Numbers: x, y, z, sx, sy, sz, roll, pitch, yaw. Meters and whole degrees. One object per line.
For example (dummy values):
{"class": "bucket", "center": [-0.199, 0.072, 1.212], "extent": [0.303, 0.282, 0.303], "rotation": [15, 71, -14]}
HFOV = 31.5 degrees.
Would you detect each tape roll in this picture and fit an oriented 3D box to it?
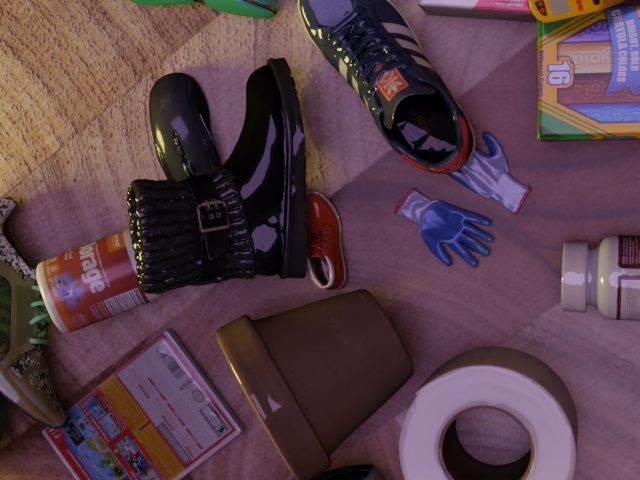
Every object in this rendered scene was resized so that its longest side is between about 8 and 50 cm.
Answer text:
{"class": "tape roll", "center": [0.246, 0.285, 1.634], "extent": [0.246, 0.169, 0.246], "rotation": [1, 93, 14]}

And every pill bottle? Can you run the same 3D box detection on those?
{"class": "pill bottle", "center": [-0.320, 0.053, 1.767], "extent": [0.216, 0.121, 0.121], "rotation": [-21, 88, -3]}
{"class": "pill bottle", "center": [0.453, 0.053, 1.592], "extent": [0.221, 0.121, 0.121], "rotation": [2, 94, 14]}

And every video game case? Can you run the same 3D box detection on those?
{"class": "video game case", "center": [-0.290, 0.307, 1.840], "extent": [0.285, 0.025, 0.204], "rotation": [-39, 85, 13]}

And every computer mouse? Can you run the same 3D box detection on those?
{"class": "computer mouse", "center": [-0.175, -0.142, 1.764], "extent": [0.184, 0.060, 0.262], "rotation": [-10, 92, 15]}

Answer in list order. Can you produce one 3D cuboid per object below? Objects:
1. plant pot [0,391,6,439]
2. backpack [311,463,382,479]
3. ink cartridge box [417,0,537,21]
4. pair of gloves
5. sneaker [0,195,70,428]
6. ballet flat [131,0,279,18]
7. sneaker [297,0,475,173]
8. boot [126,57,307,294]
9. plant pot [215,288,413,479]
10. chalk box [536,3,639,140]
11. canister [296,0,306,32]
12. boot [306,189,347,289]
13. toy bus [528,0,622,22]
{"class": "plant pot", "center": [-0.644, 0.283, 1.817], "extent": [0.293, 0.235, 0.292], "rotation": [1, 94, 13]}
{"class": "backpack", "center": [0.019, 0.419, 1.699], "extent": [0.188, 0.166, 0.144], "rotation": [-33, 87, 17]}
{"class": "ink cartridge box", "center": [0.240, -0.442, 1.621], "extent": [0.172, 0.100, 0.237], "rotation": [7, 94, 12]}
{"class": "pair of gloves", "center": [0.215, -0.064, 1.694], "extent": [0.159, 0.023, 0.198], "rotation": [36, 102, 9]}
{"class": "sneaker", "center": [-0.480, 0.105, 1.821], "extent": [0.182, 0.158, 0.410], "rotation": [-27, 89, -5]}
{"class": "ballet flat", "center": [-0.179, -0.399, 1.741], "extent": [0.247, 0.083, 0.087], "rotation": [9, 82, 11]}
{"class": "sneaker", "center": [0.094, -0.238, 1.599], "extent": [0.131, 0.148, 0.350], "rotation": [-41, 93, 16]}
{"class": "boot", "center": [-0.154, -0.097, 1.669], "extent": [0.260, 0.131, 0.347], "rotation": [-1, 87, -9]}
{"class": "plant pot", "center": [0.005, 0.190, 1.668], "extent": [0.229, 0.263, 0.263], "rotation": [-29, 86, -5]}
{"class": "chalk box", "center": [0.445, -0.223, 1.547], "extent": [0.289, 0.180, 0.179], "rotation": [1, 94, 15]}
{"class": "canister", "center": [0.011, -0.406, 1.696], "extent": [0.126, 0.073, 0.169], "rotation": [-16, 91, 13]}
{"class": "boot", "center": [0.000, 0.000, 1.720], "extent": [0.059, 0.085, 0.157], "rotation": [-16, 88, 16]}
{"class": "toy bus", "center": [0.398, -0.387, 1.488], "extent": [0.130, 0.333, 0.108], "rotation": [-8, 109, 43]}
